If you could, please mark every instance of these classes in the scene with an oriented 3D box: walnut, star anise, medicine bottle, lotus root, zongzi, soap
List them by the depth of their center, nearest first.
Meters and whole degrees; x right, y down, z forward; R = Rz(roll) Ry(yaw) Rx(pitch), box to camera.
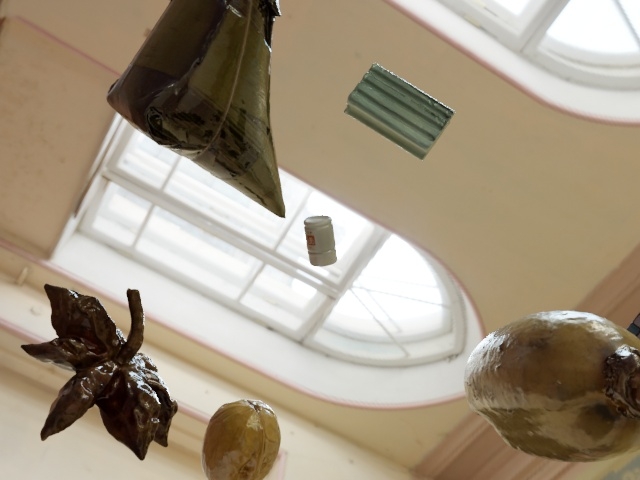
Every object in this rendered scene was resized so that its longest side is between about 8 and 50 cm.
[{"bbox_3d":[0.270,0.156,0.711,0.151,0.169,0.342,-45,175,-18],"label":"lotus root"},{"bbox_3d":[-0.232,0.151,0.726,0.111,0.212,0.196,-19,-145,11],"label":"star anise"},{"bbox_3d":[-0.096,-0.220,0.933,0.289,0.318,0.154,-57,-143,-1],"label":"zongzi"},{"bbox_3d":[0.000,0.000,1.238,0.057,0.057,0.089,-105,-174,-73],"label":"medicine bottle"},{"bbox_3d":[0.158,-0.261,1.324,0.114,0.198,0.063,-53,171,-19],"label":"soap"},{"bbox_3d":[-0.163,0.422,1.334,0.159,0.159,0.206,-104,-147,-72],"label":"walnut"}]

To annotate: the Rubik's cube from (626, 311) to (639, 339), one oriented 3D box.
[{"bbox_3d":[0.620,0.182,1.180,0.092,0.092,0.092,-60,-142,17],"label":"Rubik's cube"}]
